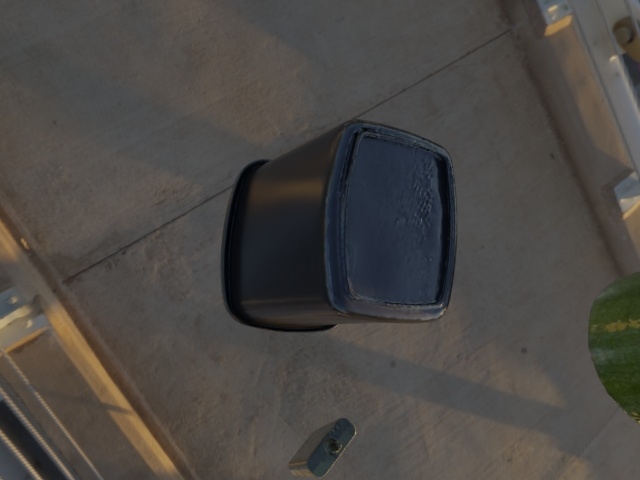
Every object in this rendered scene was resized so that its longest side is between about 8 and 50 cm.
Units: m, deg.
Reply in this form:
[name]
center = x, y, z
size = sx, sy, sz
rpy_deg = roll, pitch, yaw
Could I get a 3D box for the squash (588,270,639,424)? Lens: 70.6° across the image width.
[squash]
center = 0.595, 0.115, 0.566
size = 0.262, 0.384, 0.263
rpy_deg = 7, 67, -16

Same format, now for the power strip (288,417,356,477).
[power strip]
center = 0.000, 0.344, 0.743
size = 0.034, 0.268, 0.092
rpy_deg = 41, 62, 10

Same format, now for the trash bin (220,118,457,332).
[trash bin]
center = 0.000, 0.000, 0.505
size = 0.182, 0.290, 0.210
rpy_deg = 11, 78, -28
